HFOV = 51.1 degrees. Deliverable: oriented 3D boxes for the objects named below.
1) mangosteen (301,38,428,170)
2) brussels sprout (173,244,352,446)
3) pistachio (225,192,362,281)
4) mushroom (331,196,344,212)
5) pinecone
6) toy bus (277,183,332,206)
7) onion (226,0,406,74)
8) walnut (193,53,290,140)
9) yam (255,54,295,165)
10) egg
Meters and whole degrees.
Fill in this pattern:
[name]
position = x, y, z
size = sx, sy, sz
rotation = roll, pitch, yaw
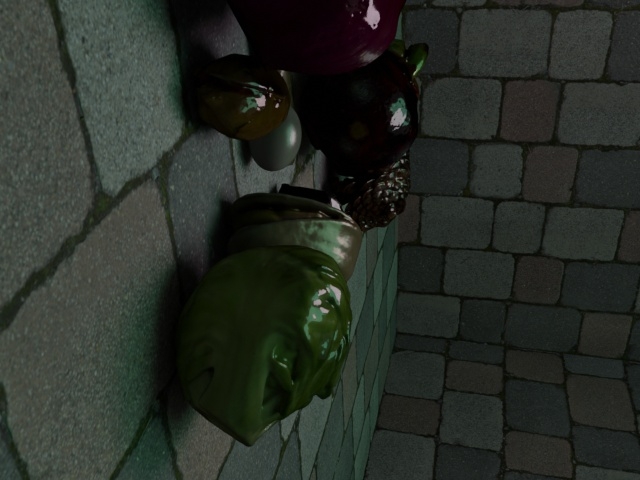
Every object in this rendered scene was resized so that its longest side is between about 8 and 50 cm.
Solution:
[mangosteen]
position = 0.131, -0.332, 1.623
size = 0.306, 0.360, 0.306
rotation = -24, 90, -89
[brussels sprout]
position = -0.079, 0.151, 1.061
size = 0.328, 0.247, 0.327
rotation = -20, 119, -40
[pistachio]
position = -0.041, 0.006, 1.236
size = 0.288, 0.197, 0.166
rotation = 17, 48, -42
[mushroom]
position = -0.016, -0.014, 1.634
size = 0.117, 0.141, 0.188
rotation = -9, -118, 69
[pinecone]
position = 0.147, -0.192, 1.983
size = 0.298, 0.242, 0.295
rotation = 63, 25, -64
[toy bus]
position = -0.057, 0.027, 1.435
size = 0.147, 0.128, 0.302
rotation = 79, 20, -61
[onion]
position = 0.046, -0.450, 0.973
size = 0.398, 0.421, 0.398
rotation = -16, 90, -78
[walnut]
position = -0.121, -0.227, 1.069
size = 0.245, 0.137, 0.137
rotation = -38, 131, -72
[yam]
position = -0.088, -0.290, 1.318
size = 0.071, 0.067, 0.317
rotation = -37, 138, -35
[egg]
position = -0.088, -0.199, 1.271
size = 0.103, 0.103, 0.135
rotation = -33, 128, -74
